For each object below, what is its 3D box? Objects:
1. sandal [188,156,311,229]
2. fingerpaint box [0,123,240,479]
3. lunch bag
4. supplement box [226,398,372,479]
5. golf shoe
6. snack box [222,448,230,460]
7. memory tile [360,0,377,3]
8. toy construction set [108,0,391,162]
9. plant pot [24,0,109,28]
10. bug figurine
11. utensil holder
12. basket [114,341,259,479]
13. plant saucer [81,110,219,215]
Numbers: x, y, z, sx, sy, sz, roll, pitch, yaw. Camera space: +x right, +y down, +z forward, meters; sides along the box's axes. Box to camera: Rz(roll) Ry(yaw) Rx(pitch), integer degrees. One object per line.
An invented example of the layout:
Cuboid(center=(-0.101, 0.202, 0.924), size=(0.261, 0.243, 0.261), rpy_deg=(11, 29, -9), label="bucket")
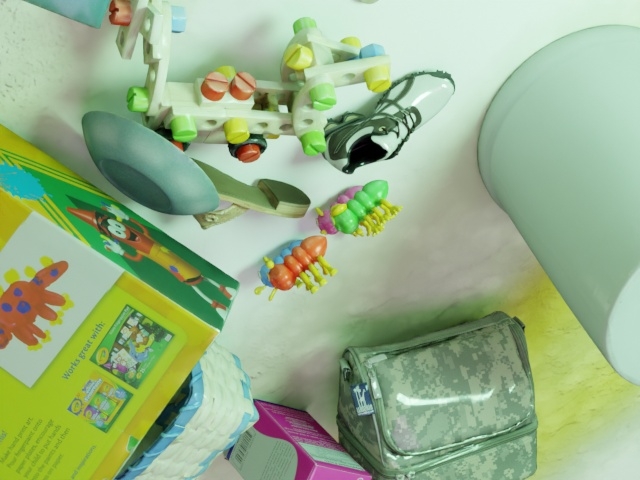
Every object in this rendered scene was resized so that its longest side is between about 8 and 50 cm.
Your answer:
Cuboid(center=(-0.128, -0.045, 1.531), size=(0.240, 0.088, 0.079), rpy_deg=(12, 118, -34), label="sandal")
Cuboid(center=(-0.375, 0.141, 1.433), size=(0.371, 0.163, 0.445), rpy_deg=(33, 110, -7), label="fingerpaint box")
Cuboid(center=(0.175, 0.253, 1.811), size=(0.305, 0.212, 0.256), rpy_deg=(-13, 114, -18), label="lunch bag")
Cuboid(center=(-0.036, 0.345, 1.787), size=(0.114, 0.220, 0.111), rpy_deg=(19, 99, -32), label="supplement box")
Cuboid(center=(0.096, -0.146, 1.526), size=(0.198, 0.094, 0.077), rpy_deg=(-30, 131, 4), label="golf shoe")
Cuboid(center=(-0.078, 0.363, 1.935), size=(0.064, 0.022, 0.178), rpy_deg=(-44, 129, 16), label="snack box")
Cuboid(center=(0.072, -0.359, 1.391), size=(0.148, 0.012, 0.113), rpy_deg=(-44, 129, 18), label="memory tile")
Cuboid(center=(-0.100, -0.190, 1.377), size=(0.327, 0.151, 0.215), rpy_deg=(14, 147, -20), label="toy construction set")
Cuboid(center=(-0.263, -0.370, 1.166), size=(0.165, 0.165, 0.234), rpy_deg=(17, 113, -31), label="plant pot")
Cuboid(center=(0.000, 0.000, 1.557), size=(0.216, 0.279, 0.072), rpy_deg=(-40, 93, -6), label="bug figurine")
Cuboid(center=(0.427, -0.045, 1.533), size=(0.327, 0.385, 0.328), rpy_deg=(-11, 131, -13), label="utensil holder")
Cuboid(center=(-0.256, 0.219, 1.626), size=(0.255, 0.201, 0.289), rpy_deg=(-44, 135, 20), label="basket")
Cuboid(center=(-0.214, -0.080, 1.412), size=(0.037, 0.195, 0.195), rpy_deg=(-59, 135, -20), label="plant saucer")
